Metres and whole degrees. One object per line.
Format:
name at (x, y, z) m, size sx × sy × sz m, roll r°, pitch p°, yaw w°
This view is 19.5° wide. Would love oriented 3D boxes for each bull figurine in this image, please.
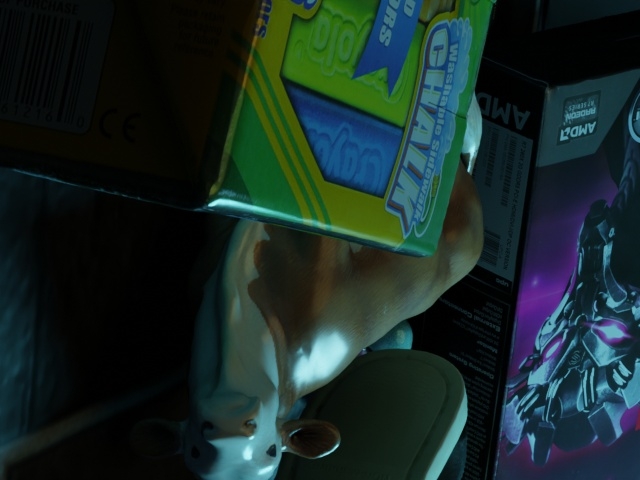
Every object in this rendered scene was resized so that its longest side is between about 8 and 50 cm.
bull figurine at (0.000, 0.000, 0.973) m, size 0.310 × 0.101 × 0.188 m, roll -36°, pitch 132°, yaw -57°

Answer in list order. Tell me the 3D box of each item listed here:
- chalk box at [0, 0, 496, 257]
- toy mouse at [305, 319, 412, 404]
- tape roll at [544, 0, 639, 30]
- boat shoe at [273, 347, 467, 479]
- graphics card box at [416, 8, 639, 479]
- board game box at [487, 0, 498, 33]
chalk box at (-0.039, -0.100, 0.736) m, size 0.289 × 0.180 × 0.179 m, roll 12°, pitch 91°, yaw -68°
toy mouse at (0.028, 0.080, 1.167) m, size 0.161 × 0.031 × 0.143 m, roll 4°, pitch 98°, yaw -67°
tape roll at (0.301, -0.181, 1.471) m, size 0.286 × 0.100 × 0.286 m, roll -24°, pitch 124°, yaw -41°
boat shoe at (-0.011, 0.205, 1.020) m, size 0.340 × 0.127 × 0.113 m, roll -57°, pitch 146°, yaw -44°
graphics card box at (0.177, 0.035, 1.280) m, size 0.233 × 0.094 × 0.371 m, roll -14°, pitch 119°, yaw -39°
board game box at (0.089, -0.217, 1.161) m, size 0.126 × 0.026 × 0.186 m, roll -28°, pitch 127°, yaw -61°
